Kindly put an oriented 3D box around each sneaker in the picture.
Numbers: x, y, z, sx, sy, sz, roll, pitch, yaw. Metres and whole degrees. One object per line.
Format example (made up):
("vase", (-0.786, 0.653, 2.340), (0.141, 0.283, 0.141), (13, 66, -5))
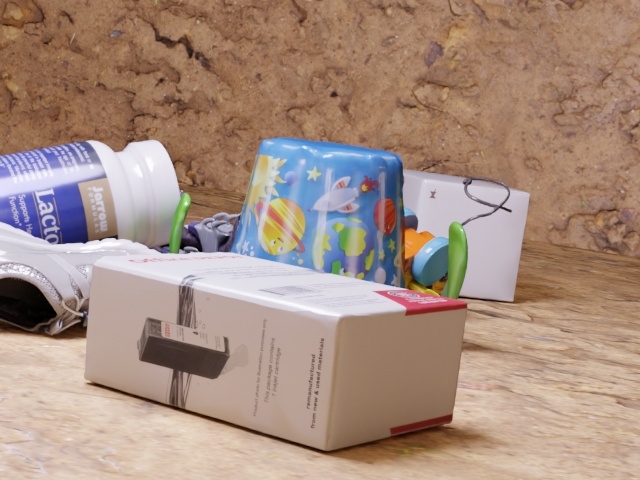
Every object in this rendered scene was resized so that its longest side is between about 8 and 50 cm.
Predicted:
("sneaker", (-0.262, 0.063, 1.512), (0.281, 0.105, 0.115), (9, 38, -23))

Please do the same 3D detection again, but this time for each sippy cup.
("sippy cup", (0.000, 0.000, 1.669), (0.240, 0.224, 0.305), (11, 7, 43))

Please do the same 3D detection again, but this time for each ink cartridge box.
("ink cartridge box", (-0.042, 0.087, 1.265), (0.273, 0.114, 0.197), (12, 8, 35))

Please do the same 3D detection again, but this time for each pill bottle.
("pill bottle", (-0.303, -0.032, 1.670), (0.264, 0.153, 0.153), (-13, 13, -23))

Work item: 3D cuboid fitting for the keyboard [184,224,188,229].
("keyboard", (-0.227, 0.004, 2.136), (0.072, 0.014, 0.256), (23, -16, -30))

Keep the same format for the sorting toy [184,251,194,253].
("sorting toy", (-0.167, 0.043, 1.955), (0.347, 0.047, 0.196), (6, 11, 17))

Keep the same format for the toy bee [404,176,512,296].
("toy bee", (0.134, 0.044, 1.977), (0.298, 0.162, 0.195), (-8, 42, -20))

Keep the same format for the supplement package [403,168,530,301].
("supplement package", (0.198, -0.015, 2.345), (0.177, 0.175, 0.293), (7, 5, -11))

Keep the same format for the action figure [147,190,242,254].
("action figure", (-0.212, -0.002, 1.842), (0.285, 0.099, 0.185), (14, 39, 40))
